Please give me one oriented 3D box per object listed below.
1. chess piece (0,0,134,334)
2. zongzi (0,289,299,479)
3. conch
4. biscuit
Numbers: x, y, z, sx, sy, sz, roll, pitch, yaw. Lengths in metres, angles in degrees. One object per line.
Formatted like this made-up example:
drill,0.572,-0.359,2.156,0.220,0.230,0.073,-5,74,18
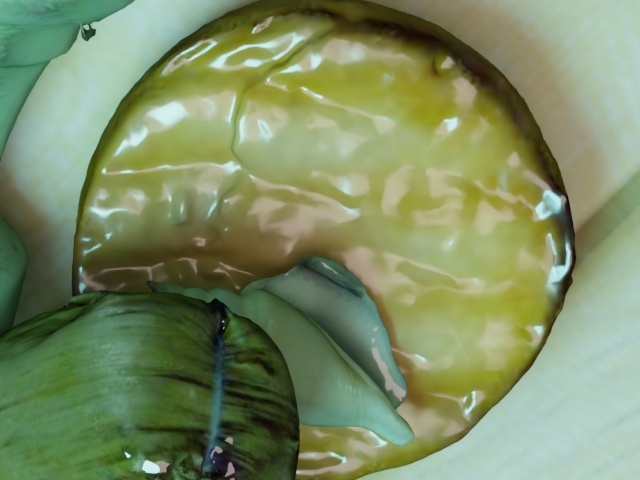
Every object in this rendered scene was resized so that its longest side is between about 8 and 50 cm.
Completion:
chess piece,-0.208,-0.072,0.940,0.194,0.194,0.299,11,116,-9
zongzi,-0.082,0.171,0.964,0.323,0.160,0.360,-22,141,34
conch,-0.018,0.057,0.957,0.180,0.088,0.065,28,148,-20
biscuit,0.000,0.000,1.015,0.296,0.102,0.296,-1,107,-5
